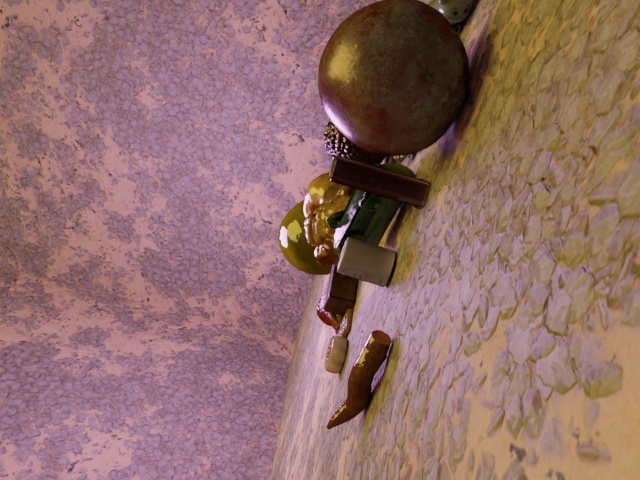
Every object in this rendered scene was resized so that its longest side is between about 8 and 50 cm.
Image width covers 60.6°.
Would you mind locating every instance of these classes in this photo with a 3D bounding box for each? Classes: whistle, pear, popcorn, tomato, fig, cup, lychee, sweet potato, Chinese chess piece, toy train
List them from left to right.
[{"bbox_3d":[-0.006,-0.010,2.293,0.343,0.344,0.342,-164,90,-87],"label":"fig"},{"bbox_3d":[0.049,0.367,1.766,0.122,0.051,0.121,-164,90,-86],"label":"Chinese chess piece"},{"bbox_3d":[0.069,-0.134,2.057,0.271,0.272,0.270,-164,90,-87],"label":"pear"},{"bbox_3d":[0.083,-0.065,1.807,0.332,0.225,0.265,-59,16,-5],"label":"popcorn"},{"bbox_3d":[0.129,-0.378,2.011,0.267,0.268,0.267,-164,90,-87],"label":"lychee"},{"bbox_3d":[0.088,0.328,1.228,0.059,0.067,0.281,38,123,37],"label":"sweet potato"},{"bbox_3d":[0.113,0.068,1.415,0.099,0.133,0.135,-73,1,-50],"label":"cup"},{"bbox_3d":[0.139,-0.075,1.466,0.307,0.190,0.126,114,149,-41],"label":"toy train"},{"bbox_3d":[0.152,-0.339,1.149,0.283,0.317,0.316,-152,77,-68],"label":"tomato"},{"bbox_3d":[0.312,-0.560,1.356,0.244,0.110,0.091,150,101,-83],"label":"whistle"}]

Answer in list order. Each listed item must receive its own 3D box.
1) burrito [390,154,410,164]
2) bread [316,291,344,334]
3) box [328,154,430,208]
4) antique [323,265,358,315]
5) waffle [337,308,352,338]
[{"bbox_3d":[0.241,-0.297,1.449,0.309,0.066,0.096,118,131,-66],"label":"burrito"},{"bbox_3d":[0.042,0.258,2.038,0.269,0.095,0.139,-152,70,-82],"label":"bread"},{"bbox_3d":[0.133,-0.138,1.277,0.120,0.224,0.068,-112,39,-82],"label":"box"},{"bbox_3d":[0.085,0.119,1.953,0.087,0.094,0.309,109,176,-45],"label":"antique"},{"bbox_3d":[0.080,0.297,1.846,0.135,0.021,0.092,111,172,-48],"label":"waffle"}]
